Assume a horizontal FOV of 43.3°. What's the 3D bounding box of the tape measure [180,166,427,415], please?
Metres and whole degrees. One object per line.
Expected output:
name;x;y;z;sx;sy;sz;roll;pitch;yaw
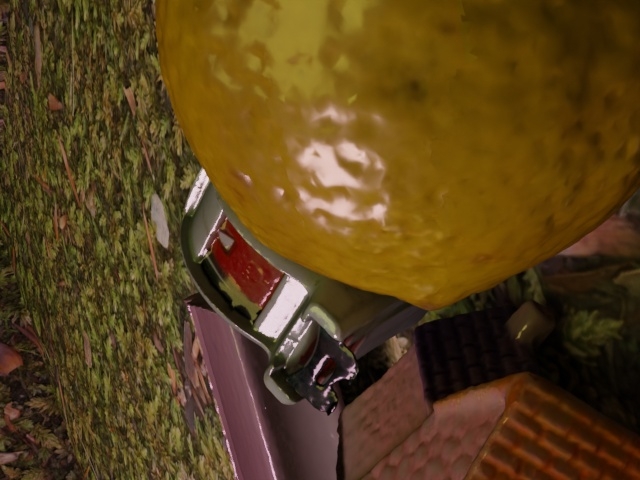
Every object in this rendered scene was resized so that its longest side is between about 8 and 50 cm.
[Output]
tape measure;0.001;0.001;0.714;0.246;0.243;0.125;45;123;16

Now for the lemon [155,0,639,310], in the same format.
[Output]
lemon;0.071;-0.130;0.534;0.350;0.349;0.387;32;149;51

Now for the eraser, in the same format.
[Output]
eraser;-0.049;0.231;0.993;0.272;0.122;0.359;-4;103;70

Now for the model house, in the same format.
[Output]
model house;0.155;0.191;0.674;0.237;0.202;0.237;-50;16;26
